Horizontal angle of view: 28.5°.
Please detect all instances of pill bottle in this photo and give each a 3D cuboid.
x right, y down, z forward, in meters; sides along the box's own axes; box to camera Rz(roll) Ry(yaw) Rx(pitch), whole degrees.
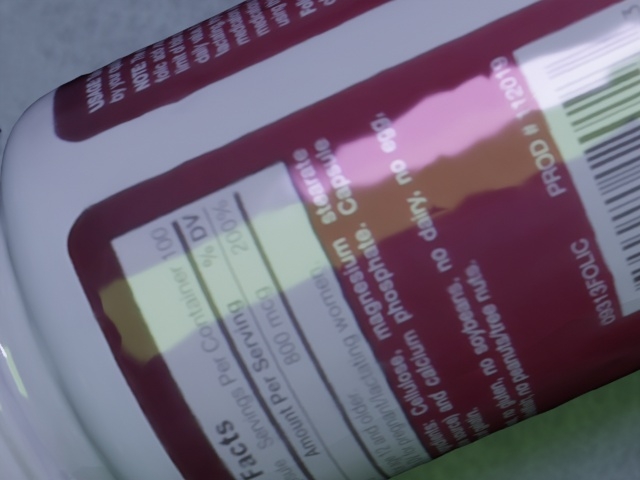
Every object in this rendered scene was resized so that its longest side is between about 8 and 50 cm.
[{"bbox_3d":[0.000,0.000,0.571,0.392,0.224,0.224,-24,88,4],"label":"pill bottle"}]
